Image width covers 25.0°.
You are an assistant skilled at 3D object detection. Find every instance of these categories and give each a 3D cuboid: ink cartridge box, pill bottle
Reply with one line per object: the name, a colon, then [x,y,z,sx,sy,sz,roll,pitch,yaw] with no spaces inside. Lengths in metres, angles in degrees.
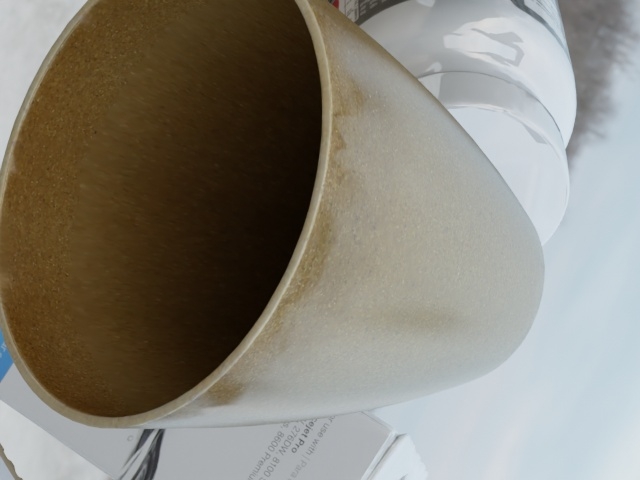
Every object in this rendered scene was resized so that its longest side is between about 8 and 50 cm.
ink cartridge box: [-0.118,0.152,1.293,0.166,0.395,0.285,-56,163,-8]
pill bottle: [0.101,-0.150,1.212,0.363,0.210,0.210,-88,-162,-50]

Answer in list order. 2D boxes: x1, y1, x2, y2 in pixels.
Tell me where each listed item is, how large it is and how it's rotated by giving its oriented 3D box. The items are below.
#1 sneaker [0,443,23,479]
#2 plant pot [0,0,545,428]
sneaker: [-0.139,0.151,0.506,0.099,0.282,0.153,-45,172,20]
plant pot: [0.000,0.000,0.764,0.254,0.237,0.237,20,100,-44]
